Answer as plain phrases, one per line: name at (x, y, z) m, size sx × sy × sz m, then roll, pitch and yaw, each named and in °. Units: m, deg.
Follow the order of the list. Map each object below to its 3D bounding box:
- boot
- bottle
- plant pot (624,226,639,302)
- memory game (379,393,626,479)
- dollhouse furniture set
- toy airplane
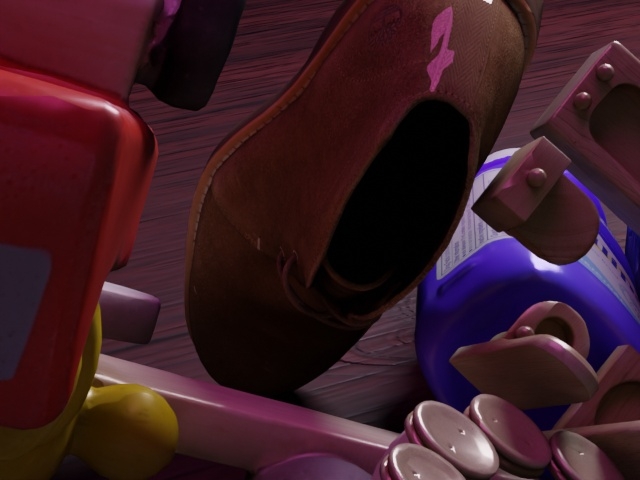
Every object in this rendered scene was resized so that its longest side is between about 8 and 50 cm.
boot at (0.000, 0.000, 0.858) m, size 0.112 × 0.305 × 0.115 m, roll 21°, pitch 49°, yaw -9°
bottle at (0.105, 0.021, 0.949) m, size 0.092 × 0.118 × 0.283 m, roll -39°, pitch 11°, yaw 14°
plant pot at (0.276, -0.033, 0.933) m, size 0.236 × 0.212 × 0.236 m, roll -2°, pitch 17°, yaw 4°
memory game at (0.097, 0.122, 0.637) m, size 0.186 × 0.012 × 0.186 m, roll 31°, pitch 24°, yaw -16°
dollhouse furniture set at (0.139, 0.012, 0.749) m, size 0.151 × 0.144 × 0.123 m, roll -50°, pitch 6°, yaw -15°
toy airplane at (-0.151, 0.054, 0.735) m, size 0.386 × 0.272 × 0.384 m, roll -2°, pitch -23°, yaw 31°
